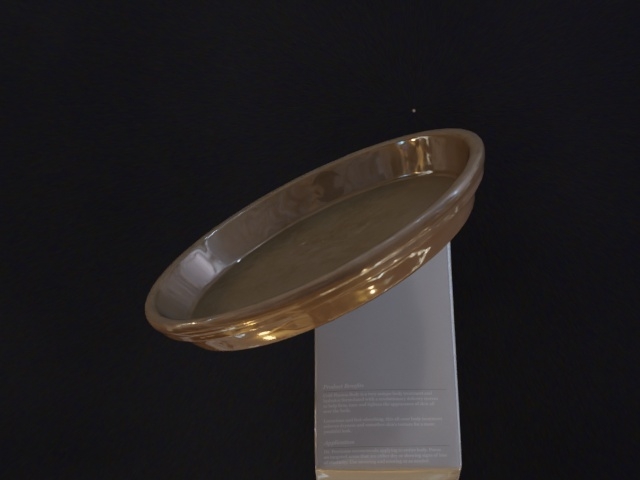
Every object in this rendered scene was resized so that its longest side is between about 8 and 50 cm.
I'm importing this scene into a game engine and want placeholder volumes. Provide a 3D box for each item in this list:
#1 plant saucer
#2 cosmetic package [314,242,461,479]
[{"bbox_3d":[0.000,0.000,0.947,0.277,0.278,0.041,-26,-73,6],"label":"plant saucer"},{"bbox_3d":[0.056,0.102,1.127,0.127,0.107,0.238,1,-119,3],"label":"cosmetic package"}]
